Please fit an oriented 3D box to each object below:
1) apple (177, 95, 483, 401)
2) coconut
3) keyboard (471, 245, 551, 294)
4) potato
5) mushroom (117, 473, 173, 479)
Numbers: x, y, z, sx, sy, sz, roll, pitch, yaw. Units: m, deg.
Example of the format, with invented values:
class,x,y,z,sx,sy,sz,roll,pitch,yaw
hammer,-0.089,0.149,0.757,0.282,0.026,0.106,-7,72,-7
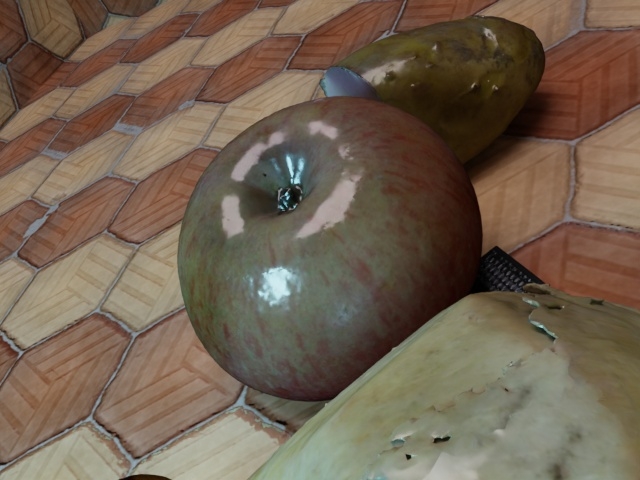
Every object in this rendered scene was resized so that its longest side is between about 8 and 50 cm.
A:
class,x,y,z,sx,sy,sz,roll,pitch,yaw
apple,0.000,0.000,0.876,0.345,0.269,0.345,-21,34,15
coconut,0.112,0.197,0.471,0.352,0.352,0.352,-22,33,15
keyboard,0.214,0.064,0.849,0.063,0.010,0.198,-36,32,-3
potato,0.173,-0.208,1.090,0.266,0.229,0.229,-35,31,-13
mushroom,-0.195,0.304,0.565,0.345,0.259,0.345,-58,5,7
